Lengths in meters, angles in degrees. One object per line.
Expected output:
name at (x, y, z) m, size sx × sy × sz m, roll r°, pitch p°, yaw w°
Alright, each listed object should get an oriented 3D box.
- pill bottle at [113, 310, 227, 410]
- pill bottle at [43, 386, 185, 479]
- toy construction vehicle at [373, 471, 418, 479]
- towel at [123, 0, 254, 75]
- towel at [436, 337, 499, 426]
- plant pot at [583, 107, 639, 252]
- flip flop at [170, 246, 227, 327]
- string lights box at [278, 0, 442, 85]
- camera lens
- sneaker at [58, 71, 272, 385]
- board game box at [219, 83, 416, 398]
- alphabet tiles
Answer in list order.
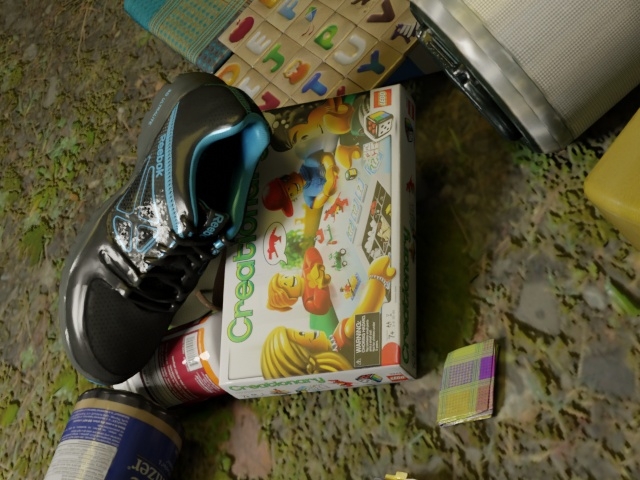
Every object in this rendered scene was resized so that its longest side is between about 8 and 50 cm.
pill bottle at (-0.148, 0.135, 1.474) m, size 0.152 × 0.086 × 0.086 m, roll -20°, pitch 43°, yaw 31°
pill bottle at (-0.228, 0.271, 1.391) m, size 0.122 × 0.123 × 0.219 m, roll -10°, pitch 49°, yaw 39°
toy construction vehicle at (0.063, 0.245, 1.198) m, size 0.098 × 0.035 × 0.086 m, roll 1°, pitch 56°, yaw 46°
towel at (-0.140, -0.389, 2.018) m, size 0.271 × 0.040 × 0.370 m, roll -48°, pitch 38°, yaw -1°
towel at (0.136, 0.132, 1.257) m, size 0.060 × 0.009 × 0.083 m, roll -20°, pitch 42°, yaw 32°
plant pot at (0.337, -0.040, 1.072) m, size 0.212 × 0.212 × 0.187 m, roll -52°, pitch 23°, yaw -8°
flip flop at (-0.071, 0.030, 1.498) m, size 0.277 × 0.112 × 0.080 m, roll -25°, pitch 55°, yaw 19°
string lights box at (0.047, -0.251, 1.659) m, size 0.259 × 0.077 × 0.133 m, roll -11°, pitch 50°, yaw 39°
camera lens at (0.241, -0.238, 1.328) m, size 0.274 × 0.219 × 0.219 m, roll -41°, pitch 36°, yaw 7°
sneaker at (-0.160, -0.003, 1.380) m, size 0.139 × 0.125 × 0.341 m, roll 29°, pitch 99°, yaw 53°
board game box at (0.000, 0.000, 1.384) m, size 0.192 × 0.053 × 0.305 m, roll -9°, pitch 64°, yaw 22°
alphabet tiles at (-0.001, -0.251, 1.632) m, size 0.285 × 0.011 × 0.342 m, roll -47°, pitch 36°, yaw 1°
